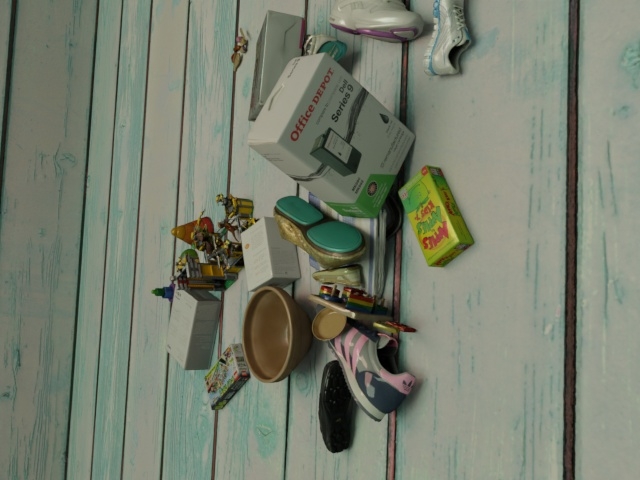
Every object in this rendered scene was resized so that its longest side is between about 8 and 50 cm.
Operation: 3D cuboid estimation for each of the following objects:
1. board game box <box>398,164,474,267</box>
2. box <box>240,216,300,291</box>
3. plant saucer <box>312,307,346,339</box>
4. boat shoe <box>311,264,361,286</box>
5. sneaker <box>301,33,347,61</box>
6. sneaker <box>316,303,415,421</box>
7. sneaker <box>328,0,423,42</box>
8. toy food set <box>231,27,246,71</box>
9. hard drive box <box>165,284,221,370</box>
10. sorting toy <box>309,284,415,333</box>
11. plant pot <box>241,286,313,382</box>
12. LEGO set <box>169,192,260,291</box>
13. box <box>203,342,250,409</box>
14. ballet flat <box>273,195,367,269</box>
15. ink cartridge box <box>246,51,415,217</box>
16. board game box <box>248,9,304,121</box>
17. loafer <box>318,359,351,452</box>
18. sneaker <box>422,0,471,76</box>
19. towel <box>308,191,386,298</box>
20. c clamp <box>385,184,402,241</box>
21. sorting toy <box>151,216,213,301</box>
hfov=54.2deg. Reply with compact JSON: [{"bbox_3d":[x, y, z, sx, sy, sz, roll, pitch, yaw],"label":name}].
[{"bbox_3d":[0.224,-0.048,1.233,0.092,0.043,0.181,-45,51,41],"label":"board game box"},{"bbox_3d":[-0.135,0.039,1.672,0.130,0.091,0.170,-31,61,48],"label":"box"},{"bbox_3d":[0.022,0.180,1.346,0.083,0.015,0.083,-19,47,22],"label":"plant saucer"},{"bbox_3d":[0.035,0.085,1.421,0.153,0.056,0.048,-11,92,50],"label":"boat shoe"},{"bbox_3d":[-0.005,-0.370,1.537,0.275,0.110,0.107,107,164,-44],"label":"sneaker"},{"bbox_3d":[0.098,0.225,1.344,0.131,0.112,0.319,-43,48,14],"label":"sneaker"},{"bbox_3d":[0.119,-0.522,1.375,0.305,0.114,0.152,37,117,49],"label":"sneaker"},{"bbox_3d":[-0.257,-0.607,1.986,0.122,0.019,0.078,-58,43,43],"label":"toy food set"},{"bbox_3d":[-0.416,0.277,2.028,0.181,0.089,0.232,25,106,53],"label":"hard drive box"},{"bbox_3d":[0.075,0.130,1.310,0.275,0.132,0.046,19,94,42],"label":"sorting toy"},{"bbox_3d":[-0.095,0.235,1.577,0.237,0.110,0.237,-8,80,54],"label":"plant pot"},{"bbox_3d":[-0.335,0.012,1.863,0.331,0.192,0.254,-31,62,48],"label":"LEGO set"},{"bbox_3d":[-0.283,0.409,1.874,0.207,0.036,0.114,-51,48,37],"label":"box"},{"bbox_3d":[0.000,0.000,1.404,0.348,0.123,0.123,36,114,53],"label":"ballet flat"},{"bbox_3d":[0.027,-0.205,1.267,0.122,0.289,0.211,11,71,54],"label":"ink cartridge box"},{"bbox_3d":[-0.119,-0.430,1.611,0.303,0.098,0.223,-163,79,-77],"label":"board game box"},{"bbox_3d":[0.026,0.367,1.403,0.078,0.076,0.223,-149,54,-62],"label":"loafer"},{"bbox_3d":[0.262,-0.413,1.217,0.083,0.071,0.190,24,114,46],"label":"sneaker"},{"bbox_3d":[0.056,0.000,1.445,0.285,0.034,0.209,23,117,54],"label":"towel"},{"bbox_3d":[0.128,-0.059,1.388,0.160,0.022,0.137,-52,54,36],"label":"c clamp"},{"bbox_3d":[-0.486,0.068,2.122,0.365,0.126,0.127,-60,43,29],"label":"sorting toy"}]
